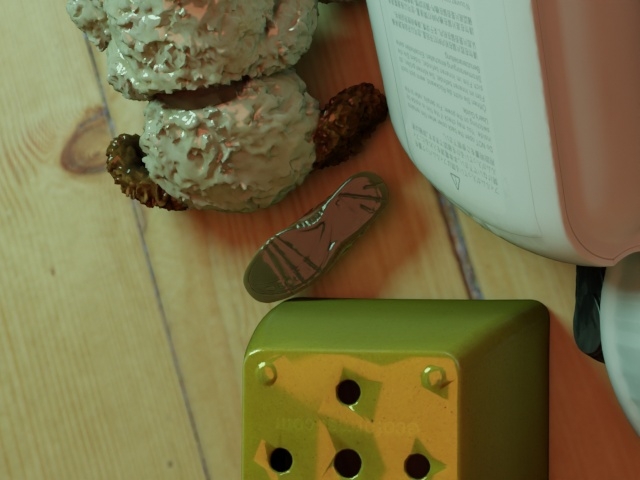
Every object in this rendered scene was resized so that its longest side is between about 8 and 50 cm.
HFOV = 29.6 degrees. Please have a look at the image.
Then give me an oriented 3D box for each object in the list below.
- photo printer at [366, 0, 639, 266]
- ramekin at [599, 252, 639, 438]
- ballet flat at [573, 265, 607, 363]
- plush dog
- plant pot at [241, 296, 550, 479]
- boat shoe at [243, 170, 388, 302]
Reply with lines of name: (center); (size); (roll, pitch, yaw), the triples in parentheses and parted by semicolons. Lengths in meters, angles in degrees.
photo printer: (0.117, -0.141, 0.771); (0.107, 0.256, 0.307); (-21, 116, -15)
ramekin: (0.326, 0.055, 0.768); (0.277, 0.135, 0.277); (0, 89, 7)
ballet flat: (0.217, 0.004, 0.881); (0.057, 0.049, 0.173); (3, 85, 59)
plush dog: (-0.075, -0.129, 0.909); (0.262, 0.210, 0.225); (-12, 106, 15)
plant pot: (0.043, 0.144, 0.841); (0.212, 0.187, 0.212); (0, 86, 16)
boat shoe: (0.000, 0.000, 0.937); (0.135, 0.045, 0.050); (-37, 84, 7)
